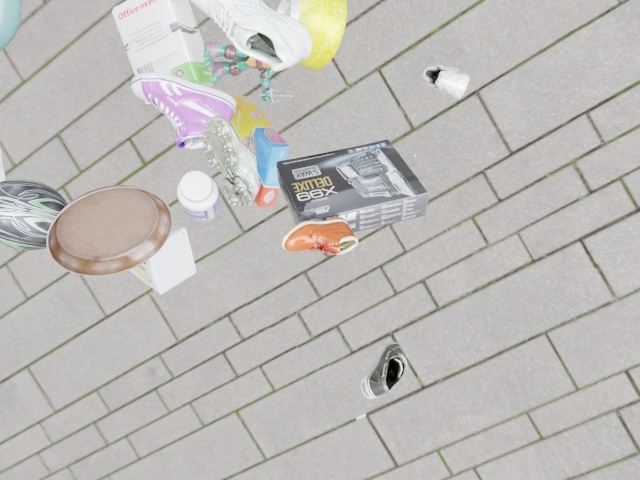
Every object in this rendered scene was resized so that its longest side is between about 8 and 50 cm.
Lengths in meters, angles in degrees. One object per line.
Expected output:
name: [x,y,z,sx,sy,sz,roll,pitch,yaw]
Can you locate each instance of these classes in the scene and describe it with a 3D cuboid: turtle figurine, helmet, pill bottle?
turtle figurine: [-0.137,-0.404,1.090,0.234,0.175,0.118,1,58,2]
helmet: [-0.641,-0.056,1.040,0.170,0.161,0.169,0,79,-2]
pill bottle: [-0.466,-0.172,1.830,0.153,0.272,0.152,2,78,-9]

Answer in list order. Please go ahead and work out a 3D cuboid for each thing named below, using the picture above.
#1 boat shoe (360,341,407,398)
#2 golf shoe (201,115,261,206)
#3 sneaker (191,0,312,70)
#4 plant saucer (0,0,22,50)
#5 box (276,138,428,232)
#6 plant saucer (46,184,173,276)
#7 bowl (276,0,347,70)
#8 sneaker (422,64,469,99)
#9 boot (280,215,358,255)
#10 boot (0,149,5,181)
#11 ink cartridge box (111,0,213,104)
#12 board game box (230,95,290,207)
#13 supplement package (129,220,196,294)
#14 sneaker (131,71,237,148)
boat shoe: [0.169,0.303,1.133,0.070,0.219,0.077,-24,95,30]
golf shoe: [-0.154,-0.150,0.859,0.069,0.086,0.176,5,130,23]
sneaker: [-0.083,-0.236,0.510,0.152,0.061,0.053,32,138,0]
plant saucer: [-0.693,-0.494,0.857,0.318,0.043,0.317,8,123,13]
box: [0.068,-0.126,1.162,0.308,0.242,0.076,-13,134,-10]
plant saucer: [-0.297,-0.017,0.679,0.168,0.168,0.029,-49,57,15]
bowl: [-0.057,-0.726,1.587,0.156,0.289,0.289,3,104,-32]
sneaker: [0.355,-0.490,1.426,0.115,0.232,0.090,18,108,-13]
boot: [0.000,0.000,0.977,0.158,0.084,0.059,-15,135,-24]
boot: [-0.838,-0.210,1.170,0.069,0.086,0.190,45,137,25]
ink cartridge box: [-0.448,-0.557,1.380,0.199,0.115,0.272,-12,102,22]
board game box: [-0.229,-0.304,1.622,0.316,0.064,0.242,52,139,34]
supplement package: [-0.549,0.032,1.588,0.203,0.149,0.194,26,135,32]
sneaker: [-0.369,-0.321,1.203,0.282,0.102,0.161,16,77,10]
